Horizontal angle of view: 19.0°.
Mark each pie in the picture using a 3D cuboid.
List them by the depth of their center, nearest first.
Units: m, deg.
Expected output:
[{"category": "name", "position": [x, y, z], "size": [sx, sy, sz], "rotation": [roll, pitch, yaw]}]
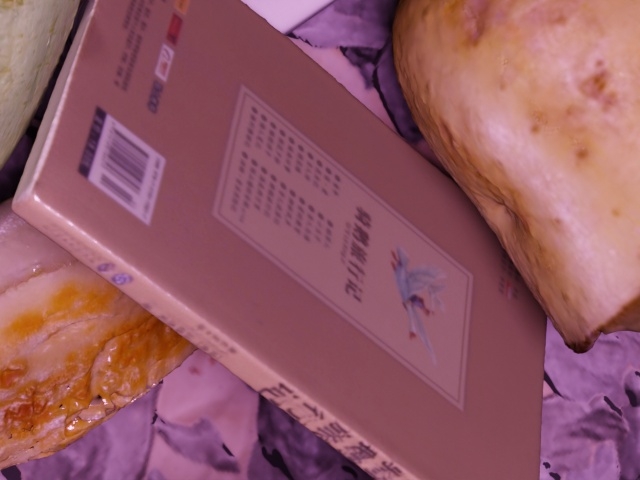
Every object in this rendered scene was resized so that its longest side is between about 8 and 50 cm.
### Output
[{"category": "pie", "position": [-0.143, 0.046, 0.895], "size": [0.282, 0.068, 0.128], "rotation": [-32, 132, -31]}]

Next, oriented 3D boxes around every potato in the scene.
[{"category": "potato", "position": [0.147, -0.092, 0.986], "size": [0.242, 0.242, 0.285], "rotation": [47, 48, -6]}]

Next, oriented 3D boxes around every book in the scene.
[{"category": "book", "position": [0.000, 0.000, 0.918], "size": [0.310, 0.021, 0.217], "rotation": [39, 37, -24]}]

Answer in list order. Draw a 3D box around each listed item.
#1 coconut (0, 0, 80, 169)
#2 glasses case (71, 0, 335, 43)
[{"category": "coconut", "position": [-0.239, -0.120, 0.801], "size": [0.281, 0.328, 0.328], "rotation": [-17, 84, 5]}, {"category": "glasses case", "position": [-0.045, -0.134, 1.003], "size": [0.193, 0.049, 0.074], "rotation": [-38, 94, -25]}]
